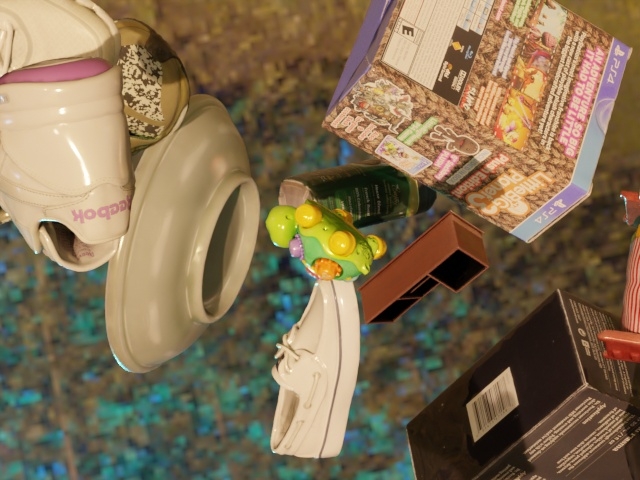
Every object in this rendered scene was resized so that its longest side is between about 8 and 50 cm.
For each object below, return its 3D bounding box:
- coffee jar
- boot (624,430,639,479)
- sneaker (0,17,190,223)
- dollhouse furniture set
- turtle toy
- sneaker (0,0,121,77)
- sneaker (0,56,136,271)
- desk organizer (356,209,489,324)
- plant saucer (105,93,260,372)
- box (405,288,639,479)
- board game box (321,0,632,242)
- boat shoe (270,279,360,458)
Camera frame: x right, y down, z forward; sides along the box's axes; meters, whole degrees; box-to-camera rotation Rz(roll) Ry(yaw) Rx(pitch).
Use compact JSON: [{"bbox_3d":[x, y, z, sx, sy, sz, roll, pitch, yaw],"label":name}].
[{"bbox_3d":[0.048,-0.056,2.011,0.184,0.079,0.096,-14,-166,-27],"label":"coffee jar"},{"bbox_3d":[0.451,0.331,1.770,0.146,0.367,0.445,-7,161,-4],"label":"boot"},{"bbox_3d":[-0.311,-0.115,2.001,0.410,0.158,0.182,-37,-169,42],"label":"sneaker"},{"bbox_3d":[0.417,0.012,1.944,0.152,0.201,0.374,7,163,15],"label":"dollhouse furniture set"},{"bbox_3d":[0.000,0.000,1.669,0.066,0.130,0.095,-58,153,13],"label":"turtle toy"},{"bbox_3d":[-0.319,-0.178,1.395,0.292,0.110,0.118,12,-152,-5],"label":"sneaker"},{"bbox_3d":[-0.219,-0.048,1.216,0.114,0.152,0.305,-15,-175,-23],"label":"sneaker"},{"bbox_3d":[0.098,0.036,1.555,0.047,0.050,0.130,32,121,-30],"label":"desk organizer"},{"bbox_3d":[-0.168,0.001,2.263,0.100,0.400,0.400,14,180,15],"label":"plant saucer"},{"bbox_3d":[0.351,0.279,2.288,0.312,0.179,0.343,25,127,-29],"label":"box"},{"bbox_3d":[0.185,-0.180,1.902,0.291,0.232,0.141,29,147,-11],"label":"board game box"},{"bbox_3d":[-0.010,0.140,1.787,0.084,0.258,0.095,-3,-148,-14],"label":"boat shoe"}]
